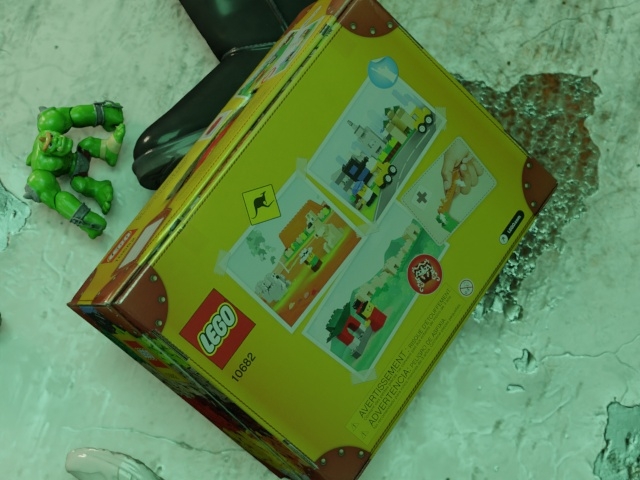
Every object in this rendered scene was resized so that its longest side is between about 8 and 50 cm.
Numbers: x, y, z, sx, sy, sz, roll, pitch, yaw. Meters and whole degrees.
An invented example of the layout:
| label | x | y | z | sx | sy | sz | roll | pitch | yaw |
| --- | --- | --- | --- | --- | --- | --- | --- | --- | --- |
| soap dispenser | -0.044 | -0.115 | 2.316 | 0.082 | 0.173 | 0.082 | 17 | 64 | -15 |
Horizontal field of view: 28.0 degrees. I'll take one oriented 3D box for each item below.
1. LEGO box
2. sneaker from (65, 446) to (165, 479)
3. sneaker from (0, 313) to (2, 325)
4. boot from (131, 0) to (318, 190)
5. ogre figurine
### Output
| label | x | y | z | sx | sy | sz | roll | pitch | yaw |
| --- | --- | --- | --- | --- | --- | --- | --- | --- | --- |
| LEGO box | 0.000 | 0.000 | 1.585 | 0.372 | 0.193 | 0.500 | 43 | 72 | -17 |
| sneaker | -0.225 | 0.339 | 1.584 | 0.232 | 0.090 | 0.115 | 26 | 75 | 7 |
| sneaker | -0.519 | 0.054 | 1.669 | 0.222 | 0.083 | 0.118 | 6 | 70 | 0 |
| boot | -0.173 | -0.322 | 1.778 | 0.367 | 0.146 | 0.445 | -22 | 78 | -23 |
| ogre figurine | -0.335 | -0.105 | 1.734 | 0.118 | 0.097 | 0.197 | 12 | 85 | -18 |
